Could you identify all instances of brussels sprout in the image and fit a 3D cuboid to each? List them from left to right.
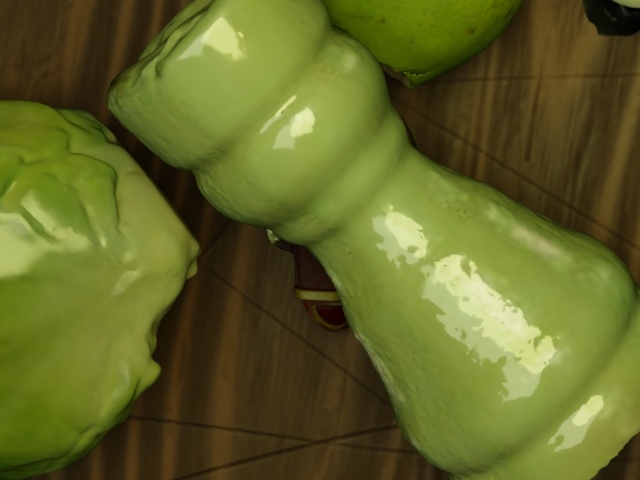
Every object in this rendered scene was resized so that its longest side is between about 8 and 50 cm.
[{"bbox_3d":[-0.273,0.032,1.600,0.344,0.268,0.344,-2,107,-6],"label":"brussels sprout"}]

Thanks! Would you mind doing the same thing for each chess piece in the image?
[{"bbox_3d":[0.052,-0.013,1.456,0.234,0.234,0.442,-41,103,15],"label":"chess piece"}]

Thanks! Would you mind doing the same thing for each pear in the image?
[{"bbox_3d":[0.081,-0.237,1.516,0.187,0.187,0.219,33,97,8],"label":"pear"}]

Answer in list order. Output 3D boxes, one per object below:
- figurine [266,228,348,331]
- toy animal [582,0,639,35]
[{"bbox_3d":[0.001,0.001,1.618,0.098,0.082,0.154,1,98,33],"label":"figurine"},{"bbox_3d":[0.254,-0.235,1.478,0.138,0.179,0.166,37,96,22],"label":"toy animal"}]
